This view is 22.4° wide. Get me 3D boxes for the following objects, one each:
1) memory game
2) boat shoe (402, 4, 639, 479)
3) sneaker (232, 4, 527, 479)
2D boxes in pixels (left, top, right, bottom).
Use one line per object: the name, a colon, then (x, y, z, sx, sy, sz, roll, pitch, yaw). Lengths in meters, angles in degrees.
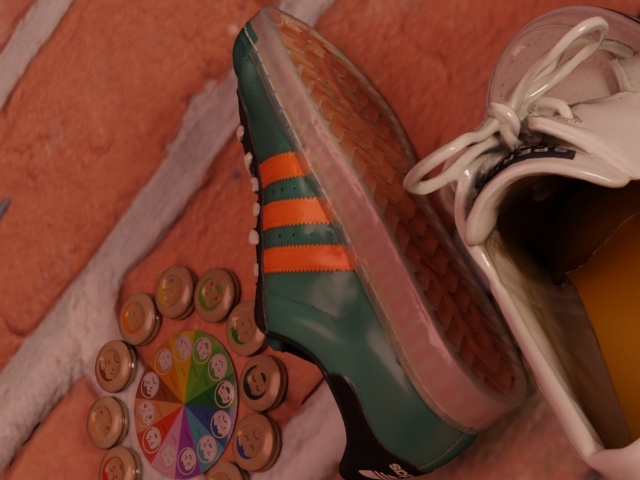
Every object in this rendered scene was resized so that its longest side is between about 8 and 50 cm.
memory game: (-0.092, 0.105, 1.059, 0.186, 0.012, 0.186, -11, 73, 41)
boat shoe: (0.112, -0.018, 0.734, 0.136, 0.156, 0.367, -43, 33, 26)
sneaker: (0.000, 0.000, 0.932, 0.121, 0.108, 0.302, -40, 57, 24)
